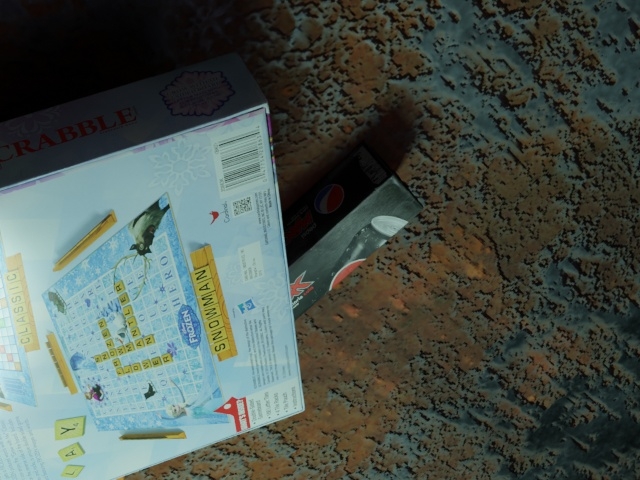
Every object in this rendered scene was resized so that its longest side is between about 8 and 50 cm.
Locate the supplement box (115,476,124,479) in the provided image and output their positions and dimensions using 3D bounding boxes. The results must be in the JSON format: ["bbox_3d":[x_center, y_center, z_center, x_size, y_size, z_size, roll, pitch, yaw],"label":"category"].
[{"bbox_3d":[-0.280,0.197,1.186,0.233,0.080,0.078,-19,135,-20],"label":"supplement box"}]

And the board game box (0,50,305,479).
[{"bbox_3d":[-0.178,0.053,0.998,0.318,0.066,0.318,-18,137,-13],"label":"board game box"}]

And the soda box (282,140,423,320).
[{"bbox_3d":[0.000,0.000,1.211,0.169,0.053,0.060,-41,136,5],"label":"soda box"}]
